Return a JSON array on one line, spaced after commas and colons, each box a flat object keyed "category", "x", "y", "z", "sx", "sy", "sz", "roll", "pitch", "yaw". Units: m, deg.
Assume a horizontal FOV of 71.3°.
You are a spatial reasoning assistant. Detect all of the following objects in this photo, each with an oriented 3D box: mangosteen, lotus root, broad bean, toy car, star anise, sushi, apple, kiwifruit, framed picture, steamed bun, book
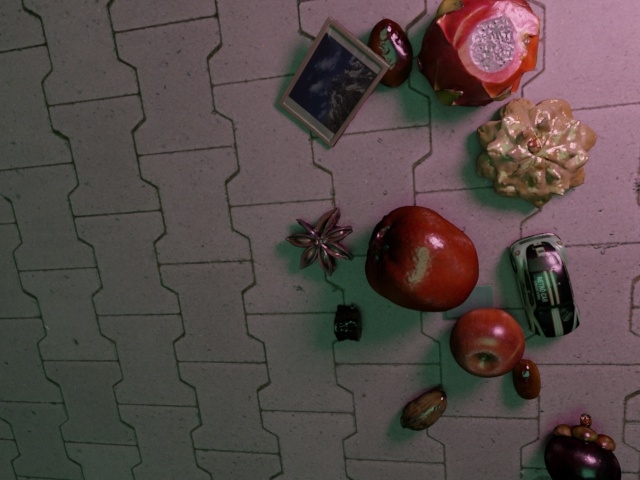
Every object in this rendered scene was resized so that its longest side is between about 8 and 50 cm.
[{"category": "mangosteen", "x": 0.755, "y": 0.619, "z": 1.293, "sx": 0.194, "sy": 0.194, "sz": 0.230, "roll": 4, "pitch": 76, "yaw": 11}, {"category": "lotus root", "x": 0.326, "y": 0.535, "z": 1.398, "sx": 0.179, "sy": 0.089, "sz": 0.080, "roll": -41, "pitch": 130, "yaw": 16}, {"category": "broad bean", "x": 0.181, "y": -0.485, "z": 1.163, "sx": 0.114, "sy": 0.084, "sz": 0.165, "roll": -17, "pitch": 107, "yaw": 33}, {"category": "toy car", "x": 0.618, "y": 0.135, "z": 1.213, "sx": 0.136, "sy": 0.125, "sz": 0.305, "roll": -15, "pitch": 99, "yaw": 15}, {"category": "star anise", "x": 0.009, "y": 0.014, "z": 1.334, "sx": 0.212, "sy": 0.073, "sz": 0.196, "roll": -15, "pitch": 97, "yaw": 18}, {"category": "sushi", "x": 0.087, "y": 0.260, "z": 1.381, "sx": 0.084, "sy": 0.098, "sz": 0.094, "roll": -4, "pitch": 122, "yaw": 17}, {"category": "apple", "x": 0.470, "y": 0.282, "z": 1.264, "sx": 0.201, "sy": 0.162, "sz": 0.201, "roll": 11, "pitch": 127, "yaw": 15}, {"category": "kiwifruit", "x": 0.606, "y": 0.408, "z": 1.313, "sx": 0.075, "sy": 0.075, "sz": 0.124, "roll": -12, "pitch": 98, "yaw": 14}, {"category": "framed picture", "x": 0.029, "y": -0.419, "z": 1.208, "sx": 0.209, "sy": 0.019, "sz": 0.281, "roll": 38, "pitch": 125, "yaw": 0}, {"category": "steamed bun", "x": 0.553, "y": -0.220, "z": 1.131, "sx": 0.292, "sy": 0.137, "sz": 0.295, "roll": -6, "pitch": 101, "yaw": 10}, {"category": "book", "x": 0.438, "y": 0.177, "z": 1.316, "sx": 0.135, "sy": 0.017, "sz": 0.103, "roll": -6, "pitch": 105, "yaw": 13}]

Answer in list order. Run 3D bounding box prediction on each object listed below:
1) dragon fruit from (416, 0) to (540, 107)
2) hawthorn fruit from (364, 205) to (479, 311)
[{"category": "dragon fruit", "x": 0.381, "y": -0.459, "z": 1.072, "sx": 0.291, "sy": 0.189, "sz": 0.290, "roll": 3, "pitch": 105, "yaw": 12}, {"category": "hawthorn fruit", "x": 0.268, "y": 0.058, "z": 1.183, "sx": 0.311, "sy": 0.295, "sz": 0.295, "roll": 36, "pitch": 108, "yaw": 4}]
